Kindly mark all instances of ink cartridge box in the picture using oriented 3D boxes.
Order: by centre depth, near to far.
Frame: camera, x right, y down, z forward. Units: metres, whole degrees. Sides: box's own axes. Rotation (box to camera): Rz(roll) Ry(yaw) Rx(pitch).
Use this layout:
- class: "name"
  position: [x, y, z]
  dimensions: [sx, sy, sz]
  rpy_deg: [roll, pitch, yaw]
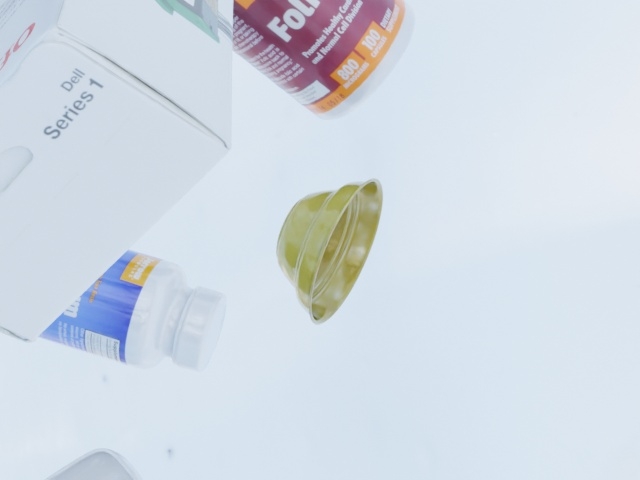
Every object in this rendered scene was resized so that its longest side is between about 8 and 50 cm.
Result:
- class: "ink cartridge box"
  position: [-0.125, -0.082, 0.506]
  dimensions: [0.160, 0.093, 0.219]
  rpy_deg: [-40, 33, 27]

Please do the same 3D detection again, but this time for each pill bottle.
- class: "pill bottle"
  position: [-0.272, 0.086, 1.376]
  dimensions: [0.152, 0.272, 0.152]
  rpy_deg: [16, -90, -84]
- class: "pill bottle"
  position: [-0.072, -0.373, 1.482]
  dimensions: [0.224, 0.392, 0.224]
  rpy_deg: [-42, 26, 26]

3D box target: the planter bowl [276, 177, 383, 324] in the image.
- class: "planter bowl"
  position: [0.000, 0.000, 1.405]
  dimensions: [0.090, 0.217, 0.217]
  rpy_deg: [23, 118, 18]

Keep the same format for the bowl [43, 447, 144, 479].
- class: "bowl"
  position: [-0.181, 0.254, 0.824]
  dimensions: [0.142, 0.142, 0.053]
  rpy_deg: [54, -177, 11]
